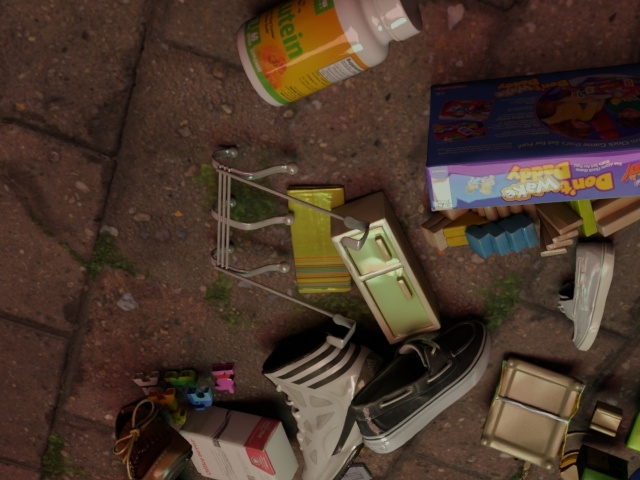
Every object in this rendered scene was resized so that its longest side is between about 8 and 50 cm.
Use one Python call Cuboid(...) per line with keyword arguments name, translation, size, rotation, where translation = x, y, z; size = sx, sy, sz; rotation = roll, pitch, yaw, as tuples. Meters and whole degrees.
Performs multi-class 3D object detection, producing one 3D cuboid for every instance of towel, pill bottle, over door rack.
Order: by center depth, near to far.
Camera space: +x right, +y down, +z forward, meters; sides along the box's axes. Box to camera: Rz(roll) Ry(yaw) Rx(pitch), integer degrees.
Cuboid(name="pill bottle", translation=(0.015, -0.299, 1.304), size=(0.245, 0.136, 0.136), rotation=(-20, 123, 23))
Cuboid(name="over door rack", translation=(-0.048, 0.002, 1.527), size=(0.324, 0.108, 0.239), rotation=(30, 135, 27))
Cuboid(name="towel", translation=(0.000, 0.000, 1.628), size=(0.102, 0.021, 0.237), rotation=(-2, 128, 4))

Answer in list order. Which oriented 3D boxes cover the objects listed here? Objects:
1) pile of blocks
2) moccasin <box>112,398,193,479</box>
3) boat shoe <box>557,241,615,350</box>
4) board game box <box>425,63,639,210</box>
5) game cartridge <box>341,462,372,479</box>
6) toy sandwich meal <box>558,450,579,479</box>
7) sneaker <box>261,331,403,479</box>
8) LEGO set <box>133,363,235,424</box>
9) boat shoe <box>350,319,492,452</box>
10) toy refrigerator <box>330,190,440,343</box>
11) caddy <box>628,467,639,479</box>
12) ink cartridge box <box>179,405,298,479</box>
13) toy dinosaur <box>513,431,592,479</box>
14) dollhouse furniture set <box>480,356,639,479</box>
Cuboid(name="pile of blocks", translation=(0.327, -0.059, 1.441), size=(0.362, 0.149, 0.112), rotation=(-13, 126, 19))
Cuboid(name="moccasin", translation=(-0.354, 0.408, 1.842), size=(0.147, 0.380, 0.139), rotation=(45, 83, -14))
Cuboid(name="boat shoe", translation=(0.462, 0.096, 1.599), size=(0.081, 0.079, 0.227), rotation=(10, 125, 13))
Cuboid(name="board game box", translation=(0.332, -0.154, 1.308), size=(0.347, 0.233, 0.078), rotation=(-4, 128, 13))
Cuboid(name="game cartridge", translation=(0.069, 0.529, 2.047), size=(0.083, 0.017, 0.056), rotation=(-18, 127, 22))
Cuboid(name="toy sandwich meal", translation=(0.546, 0.482, 1.921), size=(0.085, 0.029, 0.085), rotation=(5, 129, 6))
Cuboid(name="sneaker", translation=(-0.008, 0.329, 1.841), size=(0.257, 0.169, 0.447), rotation=(33, 135, 7))
Cuboid(name="LEGO set", translation=(-0.282, 0.331, 1.897), size=(0.227, 0.087, 0.093), rotation=(-7, 127, 16))
Cuboid(name="boat shoe", translation=(0.188, 0.232, 1.609), size=(0.121, 0.335, 0.119), rotation=(5, 127, 49))
Cuboid(name="toy refrigerator", translation=(0.117, 0.055, 1.594), size=(0.102, 0.094, 0.269), rotation=(-20, 124, 14))
Cuboid(name="caddy", translation=(0.795, 0.564, 1.851), size=(0.241, 0.179, 0.341), rotation=(41, 124, -21))
Cuboid(name="ink cartridge box", translation=(-0.174, 0.447, 1.933), size=(0.218, 0.092, 0.158), rotation=(5, 131, 28))
Cuboid(name="toy dinosaur", translation=(0.467, 0.430, 1.890), size=(0.092, 0.053, 0.183), rotation=(29, 117, -37))
Cuboid(name="dollhouse furniture set", translation=(0.485, 0.354, 1.791), size=(0.301, 0.151, 0.197), rotation=(19, 100, 14))
